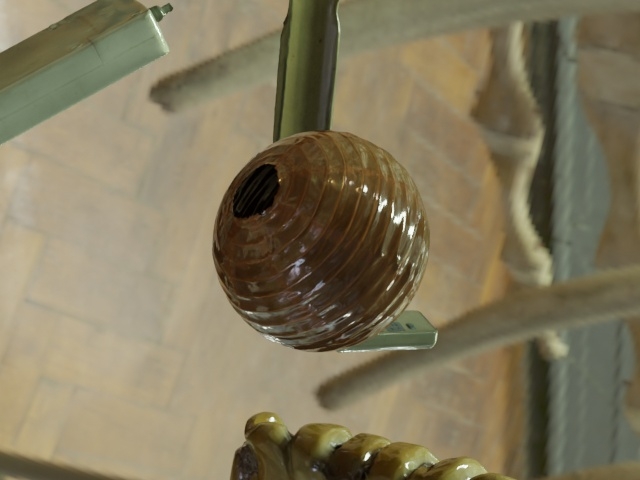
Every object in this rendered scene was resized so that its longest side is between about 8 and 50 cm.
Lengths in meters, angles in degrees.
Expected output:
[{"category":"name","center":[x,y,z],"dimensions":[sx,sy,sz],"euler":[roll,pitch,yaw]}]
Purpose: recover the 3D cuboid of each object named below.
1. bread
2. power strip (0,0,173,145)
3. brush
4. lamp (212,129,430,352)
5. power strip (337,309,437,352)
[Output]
[{"category":"bread","center":[0.038,0.189,1.070],"dimensions":[0.081,0.225,0.134],"euler":[-11,110,-55]},{"category":"power strip","center":[-0.277,-0.100,1.303],"dimensions":[0.367,0.106,0.043],"euler":[-30,117,-9]},{"category":"brush","center":[-0.008,-0.218,1.490],"dimensions":[0.048,0.054,0.282],"euler":[174,-79,-80]},{"category":"lamp","center":[0.000,0.000,0.999],"dimensions":[0.136,0.136,0.136],"euler":[-37,136,-48]},{"category":"power strip","center":[0.043,0.067,1.229],"dimensions":[0.090,0.040,0.016],"euler":[-1,115,-21]}]
